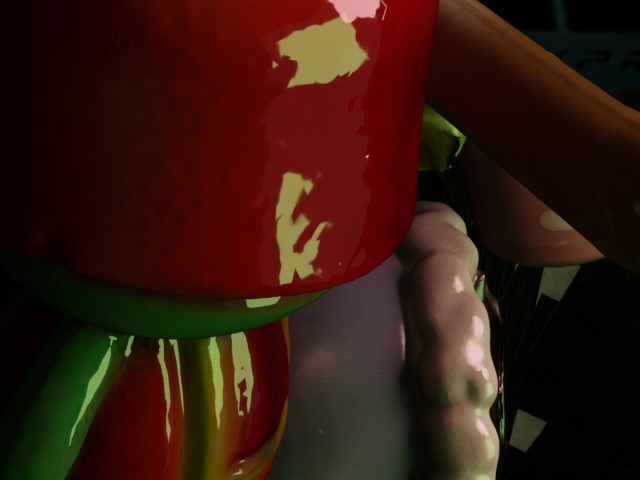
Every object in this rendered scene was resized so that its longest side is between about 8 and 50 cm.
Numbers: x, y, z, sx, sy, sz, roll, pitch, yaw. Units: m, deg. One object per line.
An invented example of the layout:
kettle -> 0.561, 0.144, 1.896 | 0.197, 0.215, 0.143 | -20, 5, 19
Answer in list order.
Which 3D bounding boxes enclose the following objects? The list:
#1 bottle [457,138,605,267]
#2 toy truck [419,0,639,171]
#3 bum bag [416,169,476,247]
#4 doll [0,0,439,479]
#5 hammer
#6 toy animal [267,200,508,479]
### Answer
bottle -> 0.179, -0.130, 1.249 | 0.206, 0.173, 0.297 | -47, 132, -41
toy truck -> 0.147, -0.133, 0.760 | 0.162, 0.385, 0.161 | 71, 35, -43
bum bag -> 0.090, 0.101, 1.385 | 0.144, 0.095, 0.340 | -105, -161, -55
doll -> -0.043, -0.057, 0.503 | 0.182, 0.160, 0.363 | -42, 145, -55
hammer -> 0.044, -0.084, 0.598 | 0.113, 0.305, 0.202 | -21, 133, -29
toy animal -> -0.006, 0.070, 0.738 | 0.208, 0.204, 0.156 | -91, 172, -60
